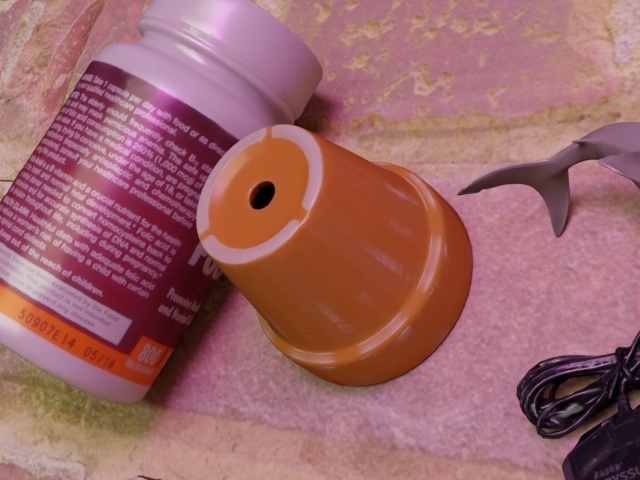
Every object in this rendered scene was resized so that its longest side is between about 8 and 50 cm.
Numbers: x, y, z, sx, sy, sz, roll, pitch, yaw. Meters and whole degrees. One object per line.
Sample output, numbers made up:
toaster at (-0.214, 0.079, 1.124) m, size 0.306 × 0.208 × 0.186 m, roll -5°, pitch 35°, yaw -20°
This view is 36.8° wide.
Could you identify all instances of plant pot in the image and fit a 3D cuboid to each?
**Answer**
plant pot at (0.000, 0.000, 0.836) m, size 0.205 × 0.188 × 0.205 m, roll -18°, pitch 55°, yaw 27°

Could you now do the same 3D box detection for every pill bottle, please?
pill bottle at (-0.176, -0.055, 0.975) m, size 0.224 × 0.224 × 0.392 m, roll 26°, pitch 82°, yaw 43°

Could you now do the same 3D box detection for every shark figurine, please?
shark figurine at (0.219, -0.045, 0.685) m, size 0.278 × 0.116 × 0.166 m, roll 40°, pitch 121°, yaw 53°

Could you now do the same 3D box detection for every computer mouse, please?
computer mouse at (0.242, 0.179, 0.644) m, size 0.188 × 0.072 × 0.272 m, roll -26°, pitch 40°, yaw 25°
